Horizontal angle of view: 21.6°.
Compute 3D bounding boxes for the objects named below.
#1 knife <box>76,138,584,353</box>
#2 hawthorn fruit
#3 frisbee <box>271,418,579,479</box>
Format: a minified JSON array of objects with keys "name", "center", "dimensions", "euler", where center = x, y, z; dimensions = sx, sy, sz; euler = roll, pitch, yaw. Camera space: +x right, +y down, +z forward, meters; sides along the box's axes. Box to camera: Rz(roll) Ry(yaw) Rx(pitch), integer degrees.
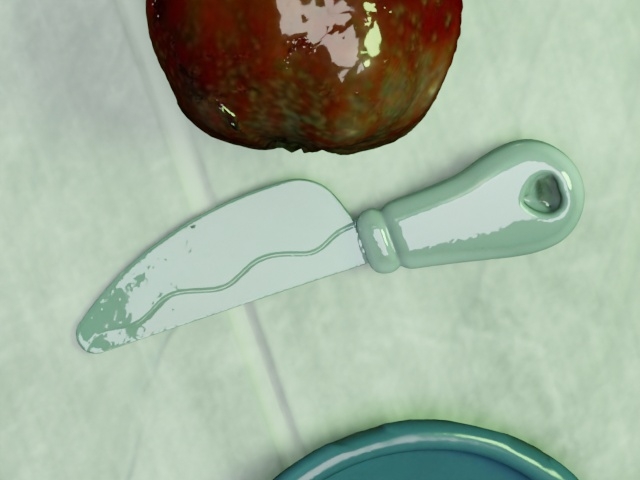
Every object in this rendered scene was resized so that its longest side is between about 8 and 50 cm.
[{"name":"knife","center":[0.000,-0.002,1.048],"dimensions":[0.331,0.044,0.080],"euler":[-13,101,3]},{"name":"hawthorn fruit","center":[-0.001,-0.162,0.951],"dimensions":[0.181,0.181,0.235],"euler":[12,99,-5]},{"name":"frisbee","center":[0.060,0.252,1.086],"dimensions":[0.290,0.049,0.289],"euler":[-1,98,-9]}]
